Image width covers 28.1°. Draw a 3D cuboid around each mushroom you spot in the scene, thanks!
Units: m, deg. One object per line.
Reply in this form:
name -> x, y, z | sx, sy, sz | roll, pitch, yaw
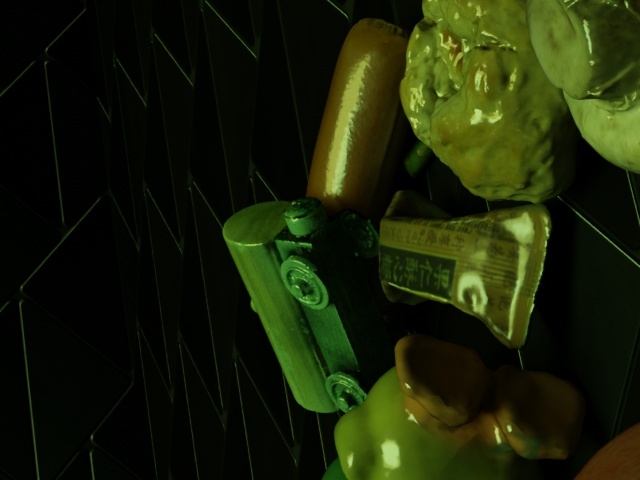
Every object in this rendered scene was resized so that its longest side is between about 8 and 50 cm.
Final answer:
mushroom -> 0.238, -0.169, 0.896 | 0.255, 0.184, 0.255 | 165, 90, -79

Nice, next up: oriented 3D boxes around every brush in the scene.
brush -> 0.060, 0.096, 1.584 | 0.327, 0.065, 0.070 | 109, 147, -49

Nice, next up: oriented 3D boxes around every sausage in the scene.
sausage -> 0.049, -0.119, 1.478 | 0.105, 0.105, 0.274 | -135, 55, -60

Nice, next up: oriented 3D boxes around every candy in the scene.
candy -> 0.147, 0.024, 1.293 | 0.271, 0.101, 0.143 | 11, 98, 63

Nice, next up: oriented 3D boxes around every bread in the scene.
bread -> 0.160, -0.149, 1.171 | 0.244, 0.134, 0.244 | 179, 90, -71

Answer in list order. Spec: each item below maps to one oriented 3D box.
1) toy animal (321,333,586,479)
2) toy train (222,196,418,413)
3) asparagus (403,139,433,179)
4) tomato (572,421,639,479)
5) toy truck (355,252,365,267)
toy animal -> 0.111, 0.226, 1.284 | 0.191, 0.216, 0.338 | -77, 8, -51
toy train -> 0.006, 0.076, 1.476 | 0.189, 0.126, 0.307 | 17, 138, 48
asparagus -> 0.130, -0.137, 1.400 | 0.034, 0.027, 0.236 | 62, 151, 27
tomato -> 0.258, 0.238, 0.717 | 0.341, 0.341, 0.273 | 49, 125, 58
toy truck -> 0.000, 0.000, 1.568 | 0.081, 0.175, 0.067 | 125, 138, -50
